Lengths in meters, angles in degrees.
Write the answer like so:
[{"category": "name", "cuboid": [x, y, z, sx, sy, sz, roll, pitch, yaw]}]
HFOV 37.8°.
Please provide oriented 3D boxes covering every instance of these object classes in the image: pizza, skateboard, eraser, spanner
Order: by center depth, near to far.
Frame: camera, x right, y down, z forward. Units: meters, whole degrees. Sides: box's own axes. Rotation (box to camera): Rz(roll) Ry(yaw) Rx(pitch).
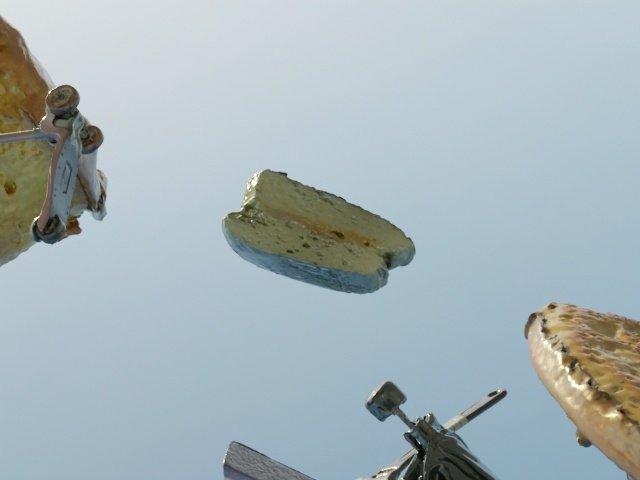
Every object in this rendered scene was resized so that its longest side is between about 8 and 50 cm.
[{"category": "skateboard", "cuboid": [-0.128, -0.023, 0.346, 0.083, 0.032, 0.063, -5, -125, 10]}, {"category": "pizza", "cuboid": [0.271, 0.132, 0.670, 0.223, 0.089, 0.323, 10, -165, -12]}, {"category": "eraser", "cuboid": [-0.028, 0.335, 1.211, 0.225, 0.036, 0.082, 27, -169, -2]}, {"category": "spanner", "cuboid": [0.164, 0.299, 1.374, 0.316, 0.087, 0.024, -28, -92, -27]}]

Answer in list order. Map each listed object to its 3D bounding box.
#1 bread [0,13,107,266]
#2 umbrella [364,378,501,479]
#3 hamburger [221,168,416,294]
[{"category": "bread", "cuboid": [-0.388, -0.121, 0.945, 0.204, 0.358, 0.337, -45, -151, -16]}, {"category": "umbrella", "cuboid": [0.176, 0.301, 1.062, 0.349, 0.094, 0.143, 45, 176, 4]}, {"category": "hamburger", "cuboid": [-0.001, 0.004, 0.609, 0.121, 0.084, 0.054, 16, -109, 3]}]
